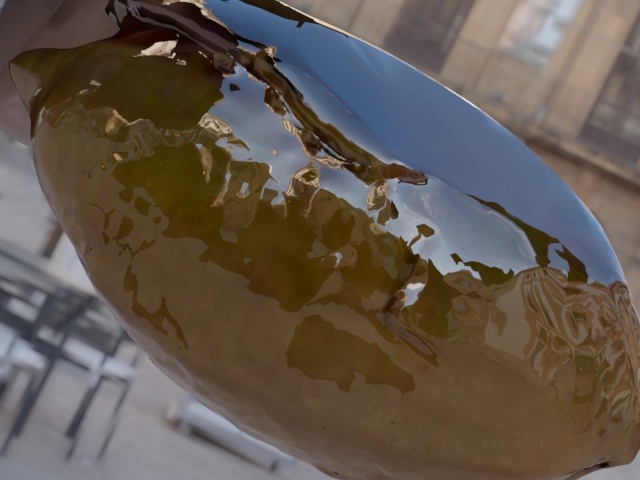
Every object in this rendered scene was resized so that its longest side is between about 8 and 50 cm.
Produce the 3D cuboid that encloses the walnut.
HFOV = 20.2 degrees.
[{"bbox_3d":[0.000,0.000,0.592,0.245,0.137,0.137,34,0,3],"label":"walnut"}]

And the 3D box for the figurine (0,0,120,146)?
[{"bbox_3d":[-0.068,-0.192,0.782,0.248,0.388,0.276,35,-27,-4],"label":"figurine"}]
